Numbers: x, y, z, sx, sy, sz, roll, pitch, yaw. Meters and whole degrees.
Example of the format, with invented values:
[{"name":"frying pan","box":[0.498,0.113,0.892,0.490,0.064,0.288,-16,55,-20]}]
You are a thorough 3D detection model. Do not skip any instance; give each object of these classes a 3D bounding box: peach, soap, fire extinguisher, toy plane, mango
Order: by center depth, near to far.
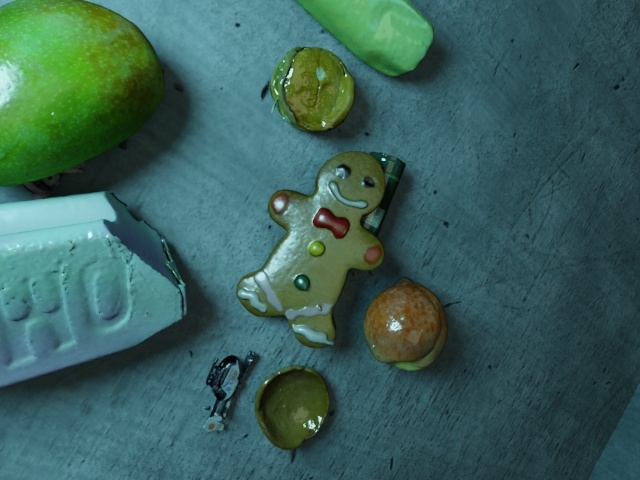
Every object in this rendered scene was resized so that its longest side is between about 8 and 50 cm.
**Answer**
[{"name":"mango","box":[-0.419,-0.219,0.614,0.382,0.201,0.225,-38,122,-25]},{"name":"soap","box":[-0.454,0.078,0.652,0.446,0.156,0.262,-13,125,-32]},{"name":"toy plane","box":[-0.216,0.335,0.925,0.078,0.053,0.197,23,86,-36]},{"name":"fire extinguisher","box":[0.103,-0.055,0.971,0.118,0.093,0.295,21,92,-1]},{"name":"peach","box":[0.208,0.200,1.028,0.232,0.232,0.233,-5,103,-24]}]

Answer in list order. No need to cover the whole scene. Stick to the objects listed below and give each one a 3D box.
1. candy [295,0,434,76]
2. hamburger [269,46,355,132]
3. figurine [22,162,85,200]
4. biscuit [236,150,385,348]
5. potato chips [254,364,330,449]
[{"name":"candy","box":[0.078,-0.480,0.846,0.343,0.132,0.142,28,72,-27]},{"name":"hamburger","box":[-0.025,-0.306,0.853,0.185,0.113,0.177,-30,118,-8]},{"name":"figurine","box":[-0.457,-0.126,0.719,0.129,0.054,0.072,-43,131,-19]},{"name":"biscuit","box":[0.000,0.000,0.891,0.283,0.064,0.432,30,92,-3]},{"name":"potato chips","box":[-0.073,0.390,0.996,0.208,0.062,0.195,31,81,-26]}]
